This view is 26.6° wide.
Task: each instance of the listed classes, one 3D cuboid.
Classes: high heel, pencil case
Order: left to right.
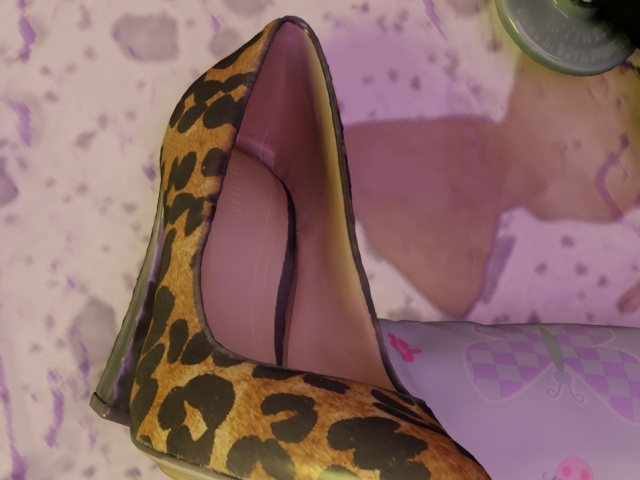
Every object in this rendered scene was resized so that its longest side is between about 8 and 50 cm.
[{"bbox_3d":[0.000,0.000,0.483,0.093,0.261,0.186,23,85,-30],"label":"high heel"},{"bbox_3d":[0.134,0.097,0.571,0.273,0.124,0.113,5,122,-10],"label":"pencil case"}]

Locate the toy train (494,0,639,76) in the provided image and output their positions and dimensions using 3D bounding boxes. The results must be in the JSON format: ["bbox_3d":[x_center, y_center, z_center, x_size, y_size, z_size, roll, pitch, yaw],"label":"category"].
[{"bbox_3d":[0.229,-0.117,0.606,0.334,0.142,0.190,35,68,-6],"label":"toy train"}]
